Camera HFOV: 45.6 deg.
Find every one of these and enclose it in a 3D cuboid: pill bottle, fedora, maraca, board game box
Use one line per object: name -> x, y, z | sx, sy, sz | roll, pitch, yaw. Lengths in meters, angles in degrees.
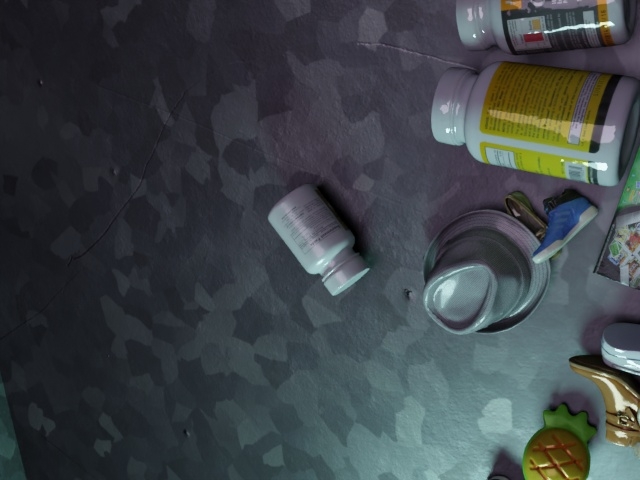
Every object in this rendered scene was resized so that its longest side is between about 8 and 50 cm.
pill bottle -> 0.388, -0.407, 1.314 | 0.278, 0.162, 0.162 | 2, 103, 30
pill bottle -> 0.377, -0.217, 1.351 | 0.334, 0.188, 0.188 | 15, 109, 27
fedora -> 0.298, 0.084, 1.486 | 0.244, 0.124, 0.275 | 50, 131, 6
maraca -> 0.473, 0.420, 1.506 | 0.127, 0.099, 0.185 | 19, 86, 15
pill bottle -> 0.000, 0.000, 1.665 | 0.131, 0.131, 0.229 | -43, 79, 31
board game box -> 0.596, -0.037, 1.358 | 0.136, 0.030, 0.259 | 24, 113, 27

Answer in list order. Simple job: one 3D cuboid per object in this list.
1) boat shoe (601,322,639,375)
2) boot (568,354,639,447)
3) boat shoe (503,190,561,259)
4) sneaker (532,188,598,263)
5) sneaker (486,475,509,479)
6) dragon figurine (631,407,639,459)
boat shoe -> 0.640, 0.212, 1.367 | 0.258, 0.095, 0.084 | 12, 137, 27
boot -> 0.557, 0.309, 1.442 | 0.197, 0.073, 0.152 | 18, 115, 29
boat shoe -> 0.405, -0.026, 1.463 | 0.056, 0.048, 0.153 | -34, 83, 33
sneaker -> 0.432, -0.032, 1.415 | 0.152, 0.058, 0.084 | -43, 74, 0
sneaker -> 0.416, 0.609, 1.586 | 0.235, 0.095, 0.090 | 46, 119, 12
dragon figurine -> 0.654, 0.400, 1.372 | 0.144, 0.085, 0.289 | -15, 98, 3
